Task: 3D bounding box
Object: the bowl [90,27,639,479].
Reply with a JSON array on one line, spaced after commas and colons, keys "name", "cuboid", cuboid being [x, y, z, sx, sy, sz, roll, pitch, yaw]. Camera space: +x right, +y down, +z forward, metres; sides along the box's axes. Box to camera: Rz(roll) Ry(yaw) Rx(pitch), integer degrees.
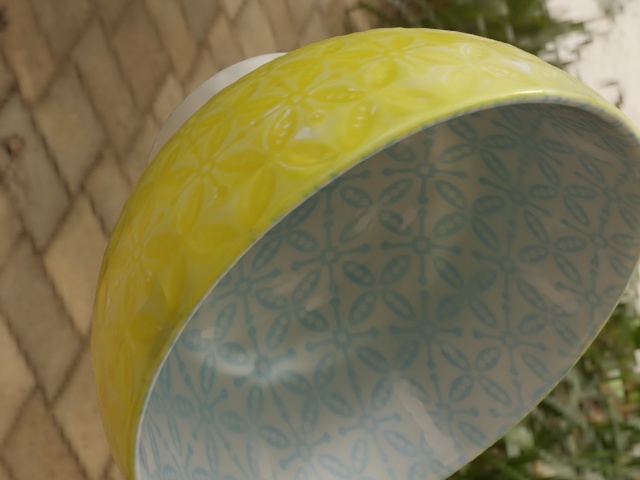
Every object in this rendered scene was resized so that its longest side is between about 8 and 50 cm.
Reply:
[{"name": "bowl", "cuboid": [0.000, 0.000, 0.794, 0.156, 0.289, 0.289, 51, 1, 34]}]
